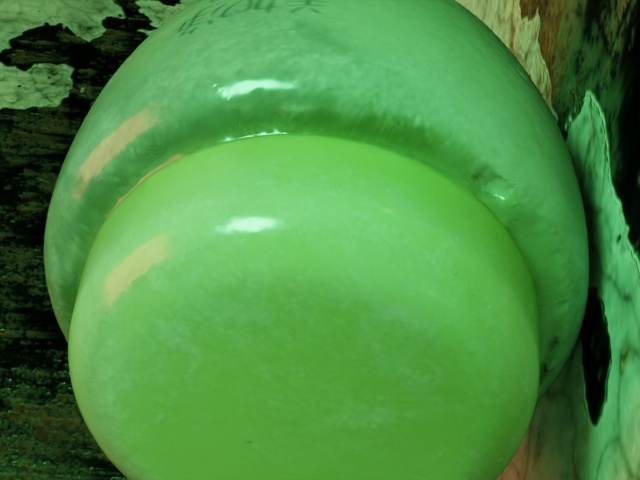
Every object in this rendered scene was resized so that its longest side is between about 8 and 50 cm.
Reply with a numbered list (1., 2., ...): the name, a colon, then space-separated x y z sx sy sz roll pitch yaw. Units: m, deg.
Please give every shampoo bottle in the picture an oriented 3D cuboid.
1. shampoo bottle: 0.000 0.000 0.979 0.317 0.322 0.322 -81 0 -52
